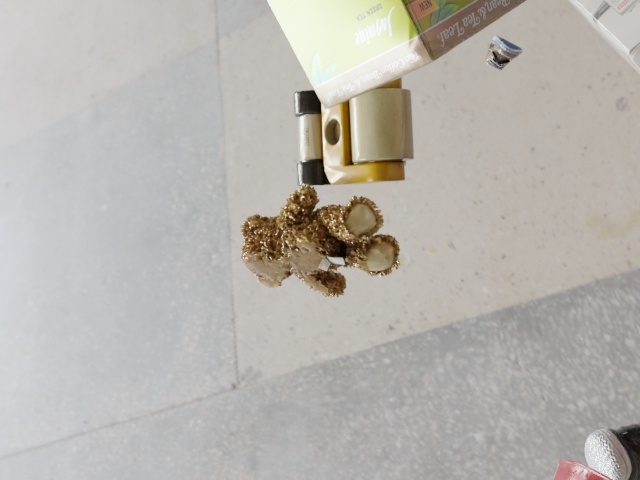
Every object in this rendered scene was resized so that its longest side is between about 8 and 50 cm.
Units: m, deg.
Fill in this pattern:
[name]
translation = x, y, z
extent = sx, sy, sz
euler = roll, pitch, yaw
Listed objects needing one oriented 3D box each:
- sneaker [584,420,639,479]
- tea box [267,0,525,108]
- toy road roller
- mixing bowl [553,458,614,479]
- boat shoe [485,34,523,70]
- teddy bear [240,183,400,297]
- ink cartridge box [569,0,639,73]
[sneaker]
translation = 0.473, 0.350, 1.117
extent = 0.153, 0.269, 0.101
euler = -19, 45, -2
[tea box]
translation = 0.097, -0.409, 1.038
extent = 0.220, 0.324, 0.329
euler = -12, 21, 50
[toy road roller]
translation = 0.105, -0.216, 1.525
extent = 0.329, 0.240, 0.203
euler = 2, 95, 56
[mixing bowl]
translation = 0.314, 0.335, 0.825
extent = 0.181, 0.181, 0.098
euler = 30, 74, 37
[boat shoe]
translation = 0.419, -0.428, 1.749
extent = 0.066, 0.183, 0.066
euler = 28, 109, -1
[teddy bear]
translation = 0.000, 0.000, 1.474
extent = 0.338, 0.245, 0.113
euler = -28, 27, 45
[ink cartridge box]
translation = 0.596, -0.417, 1.438
extent = 0.117, 0.207, 0.283
euler = -44, 44, 22
